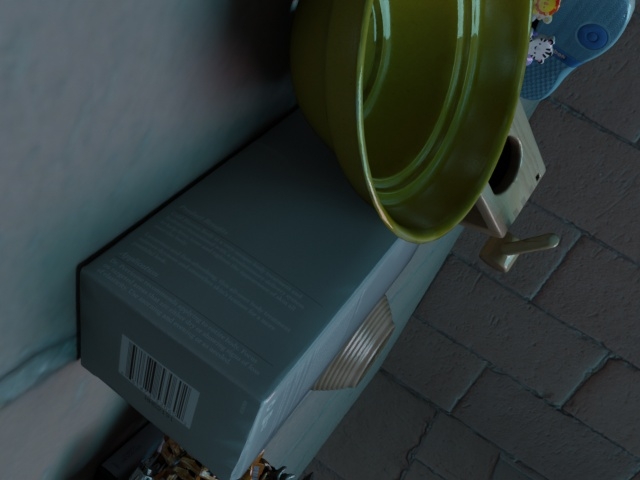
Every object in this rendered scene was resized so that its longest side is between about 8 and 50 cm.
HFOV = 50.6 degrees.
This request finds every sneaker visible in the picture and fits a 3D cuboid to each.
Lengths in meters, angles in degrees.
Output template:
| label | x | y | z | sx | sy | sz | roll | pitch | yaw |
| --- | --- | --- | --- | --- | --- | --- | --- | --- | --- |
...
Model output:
| label | x | y | z | sx | sy | sz | roll | pitch | yaw |
| --- | --- | --- | --- | --- | --- | --- | --- | --- | --- |
| sneaker | 0.473 | -0.409 | 1.235 | 0.208 | 0.127 | 0.319 | -53 | -176 | -21 |

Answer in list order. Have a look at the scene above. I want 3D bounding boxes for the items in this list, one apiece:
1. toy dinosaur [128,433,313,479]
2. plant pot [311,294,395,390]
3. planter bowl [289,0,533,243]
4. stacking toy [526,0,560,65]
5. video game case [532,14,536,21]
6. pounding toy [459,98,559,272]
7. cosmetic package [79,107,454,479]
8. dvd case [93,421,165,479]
| label | x | y | z | sx | sy | sz | roll | pitch | yaw |
| --- | --- | --- | --- | --- | --- | --- | --- | --- | --- |
| toy dinosaur | -0.117 | 0.233 | 0.587 | 0.322 | 0.164 | 0.218 | -42 | 158 | 21 |
| plant pot | 0.041 | 0.152 | 1.060 | 0.237 | 0.110 | 0.237 | -53 | 168 | -17 |
| planter bowl | 0.045 | -0.113 | 0.405 | 0.217 | 0.090 | 0.217 | -30 | 128 | -47 |
| stacking toy | 0.312 | -0.273 | 1.086 | 0.167 | 0.052 | 0.221 | -63 | 176 | -46 |
| video game case | 0.420 | -0.488 | 1.116 | 0.212 | 0.023 | 0.193 | -47 | 164 | -35 |
| pounding toy | 0.154 | -0.060 | 0.623 | 0.094 | 0.181 | 0.206 | -55 | 137 | -13 |
| cosmetic package | -0.025 | 0.015 | 0.443 | 0.238 | 0.127 | 0.107 | -42 | 160 | -43 |
| dvd case | -0.150 | 0.215 | 0.694 | 0.253 | 0.022 | 0.180 | -38 | 157 | -56 |
